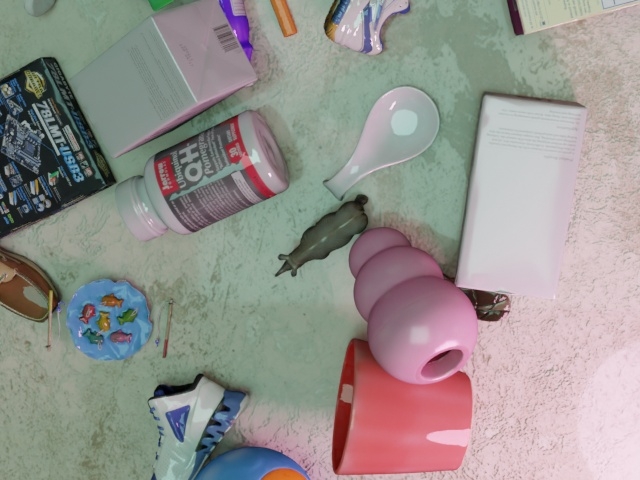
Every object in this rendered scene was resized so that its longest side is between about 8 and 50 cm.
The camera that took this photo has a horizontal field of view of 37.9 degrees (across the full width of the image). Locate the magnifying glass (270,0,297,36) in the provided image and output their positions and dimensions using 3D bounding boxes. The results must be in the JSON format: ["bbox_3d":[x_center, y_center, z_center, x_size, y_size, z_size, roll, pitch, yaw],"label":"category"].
[{"bbox_3d":[-0.100,-0.513,1.825,0.092,0.026,0.231,-20,96,11],"label":"magnifying glass"}]

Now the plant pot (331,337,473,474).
[{"bbox_3d":[0.162,0.342,1.850,0.243,0.275,0.275,8,102,-4],"label":"plant pot"}]

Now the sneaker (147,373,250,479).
[{"bbox_3d":[-0.307,0.407,1.997,0.182,0.127,0.315,36,97,4],"label":"sneaker"}]

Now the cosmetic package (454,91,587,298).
[{"bbox_3d":[0.376,-0.088,1.774,0.197,0.155,0.366,9,103,7],"label":"cosmetic package"}]

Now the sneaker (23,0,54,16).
[{"bbox_3d":[-0.574,-0.558,1.864,0.094,0.080,0.212,14,96,17],"label":"sneaker"}]

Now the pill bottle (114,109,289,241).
[{"bbox_3d":[-0.237,-0.117,1.844,0.318,0.176,0.176,-24,97,12],"label":"pill bottle"}]

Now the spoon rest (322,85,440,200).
[{"bbox_3d":[0.115,-0.183,1.829,0.137,0.084,0.276,45,104,-3],"label":"spoon rest"}]

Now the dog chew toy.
[{"bbox_3d":[0.157,0.107,1.766,0.206,0.206,0.332,-39,51,13],"label":"dog chew toy"}]

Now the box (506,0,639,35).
[{"bbox_3d":[0.460,-0.453,1.657,0.243,0.213,0.117,-13,100,11],"label":"box"}]

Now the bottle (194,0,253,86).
[{"bbox_3d":[-0.190,-0.434,1.804,0.092,0.118,0.283,-10,100,9],"label":"bottle"}]

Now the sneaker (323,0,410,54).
[{"bbox_3d":[0.124,-0.496,1.768,0.131,0.112,0.296,25,106,-15],"label":"sneaker"}]

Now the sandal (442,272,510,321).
[{"bbox_3d":[0.274,0.105,1.875,0.219,0.060,0.090,11,107,9],"label":"sandal"}]

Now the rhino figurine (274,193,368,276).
[{"bbox_3d":[0.000,0.000,1.869,0.243,0.106,0.073,-36,94,13],"label":"rhino figurine"}]

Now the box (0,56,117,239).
[{"bbox_3d":[-0.620,-0.187,1.938,0.293,0.073,0.295,-25,96,11],"label":"box"}]

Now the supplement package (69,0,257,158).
[{"bbox_3d":[-0.300,-0.304,1.756,0.293,0.175,0.177,-21,99,43],"label":"supplement package"}]

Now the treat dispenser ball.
[{"bbox_3d":[-0.141,0.570,1.911,0.288,0.288,0.288,2,102,8],"label":"treat dispenser ball"}]

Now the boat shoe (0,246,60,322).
[{"bbox_3d":[-0.712,0.068,1.978,0.324,0.120,0.122,36,104,0],"label":"boat shoe"}]

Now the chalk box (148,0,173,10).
[{"bbox_3d":[-0.342,-0.551,1.796,0.132,0.132,0.213,-27,97,11],"label":"chalk box"}]

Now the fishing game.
[{"bbox_3d":[-0.448,0.172,1.977,0.264,0.041,0.189,8,102,-8],"label":"fishing game"}]
